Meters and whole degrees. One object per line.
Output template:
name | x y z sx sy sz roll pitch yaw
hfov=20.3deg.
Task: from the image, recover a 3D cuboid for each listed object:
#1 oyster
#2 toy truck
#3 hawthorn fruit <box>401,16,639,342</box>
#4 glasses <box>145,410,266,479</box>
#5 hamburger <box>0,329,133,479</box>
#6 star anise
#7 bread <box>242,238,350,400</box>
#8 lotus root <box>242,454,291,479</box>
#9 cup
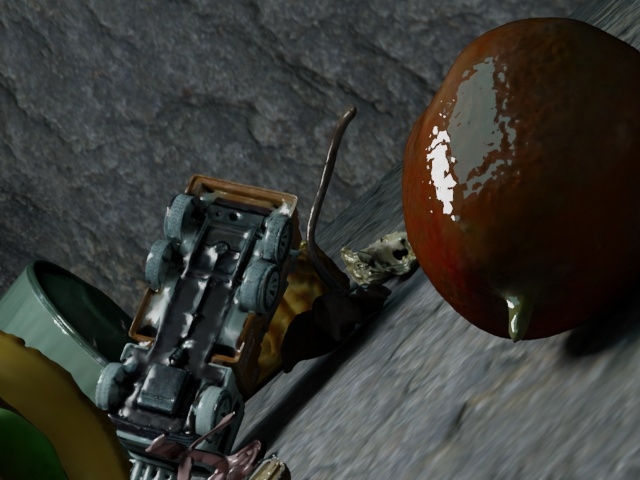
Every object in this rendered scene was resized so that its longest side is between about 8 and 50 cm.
oyster | 0.084 0.024 2.090 0.106 0.061 0.200 -25 7 0
toy truck | -0.119 0.118 1.861 0.184 0.133 0.338 71 -145 -60
hawthorn fruit | 0.136 -0.020 1.137 0.199 0.199 0.251 -40 19 38
glasses | -0.140 0.238 1.633 0.162 0.095 0.255 -47 0 13
hamburger | -0.338 0.246 1.336 0.396 0.396 0.277 -42 1 18
star anise | 0.000 0.000 1.947 0.218 0.227 0.148 -31 -11 2
bread | -0.067 0.107 2.249 0.222 0.096 0.181 -44 4 14
lotus root | -0.051 0.213 1.451 0.037 0.030 0.083 10 49 44
cup | -0.391 0.258 2.412 0.392 0.310 0.401 -48 2 5
